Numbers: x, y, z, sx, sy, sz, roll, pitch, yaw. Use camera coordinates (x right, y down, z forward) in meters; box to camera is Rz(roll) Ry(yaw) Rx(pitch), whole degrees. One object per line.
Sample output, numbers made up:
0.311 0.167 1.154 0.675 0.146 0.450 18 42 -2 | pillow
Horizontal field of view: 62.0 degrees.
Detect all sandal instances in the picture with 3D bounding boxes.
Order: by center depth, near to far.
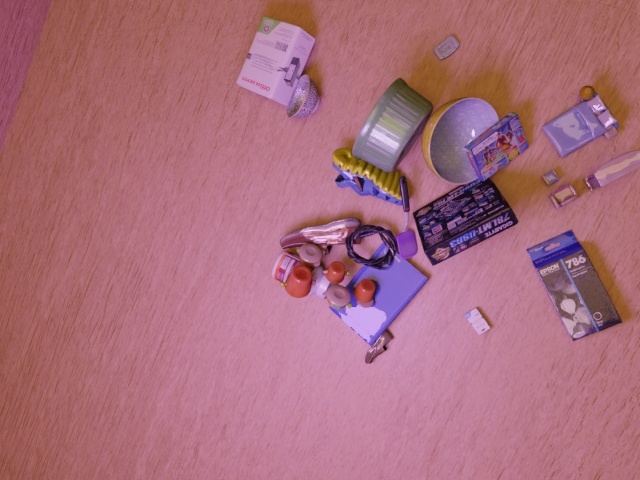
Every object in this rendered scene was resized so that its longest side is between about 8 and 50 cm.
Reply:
0.176 -0.215 1.940 0.317 0.126 0.138 30 137 8 | sandal

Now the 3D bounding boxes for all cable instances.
0.179 0.017 1.898 0.184 0.047 0.151 19 94 3 | cable

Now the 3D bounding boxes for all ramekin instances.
0.251 -0.379 1.808 0.148 0.303 0.303 34 101 8 | ramekin

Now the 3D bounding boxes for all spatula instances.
0.302 -0.081 1.876 0.030 0.084 0.297 24 125 56 | spatula

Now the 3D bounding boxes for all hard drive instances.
0.209 0.193 1.937 0.210 0.040 0.319 41 96 15 | hard drive

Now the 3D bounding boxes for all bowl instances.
0.443 -0.345 1.795 0.290 0.289 0.156 -65 31 9 | bowl
-0.054 -0.527 2.000 0.080 0.170 0.170 19 100 -27 | bowl

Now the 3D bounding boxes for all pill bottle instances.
-0.062 0.132 2.006 0.221 0.121 0.121 24 98 13 | pill bottle

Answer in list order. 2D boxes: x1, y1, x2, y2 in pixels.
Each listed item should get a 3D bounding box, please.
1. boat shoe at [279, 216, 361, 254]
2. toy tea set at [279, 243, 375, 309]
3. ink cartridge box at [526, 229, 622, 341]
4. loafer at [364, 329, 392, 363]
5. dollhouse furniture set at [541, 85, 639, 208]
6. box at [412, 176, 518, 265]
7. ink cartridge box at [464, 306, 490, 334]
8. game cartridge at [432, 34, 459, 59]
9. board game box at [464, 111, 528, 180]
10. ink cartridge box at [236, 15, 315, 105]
0.000 0.000 1.988 0.324 0.123 0.117 -13 89 20 | boat shoe
0.027 0.164 1.895 0.336 0.200 0.124 30 139 9 | toy tea set
0.825 0.145 1.744 0.165 0.065 0.333 -28 81 17 | ink cartridge box
0.214 0.397 1.955 0.050 0.056 0.148 34 101 21 | loafer
0.803 -0.301 1.671 0.286 0.198 0.303 -30 81 16 | dollhouse furniture set
0.460 -0.077 1.748 0.295 0.293 0.073 -30 113 15 | box
0.548 0.281 1.855 0.048 0.028 0.083 -37 80 16 | ink cartridge box
0.446 -0.678 1.880 0.083 0.017 0.056 -35 77 16 | game cartridge
0.583 -0.309 1.756 0.201 0.035 0.136 -36 120 -6 | board game box
-0.171 -0.676 2.013 0.198 0.114 0.273 30 101 31 | ink cartridge box
